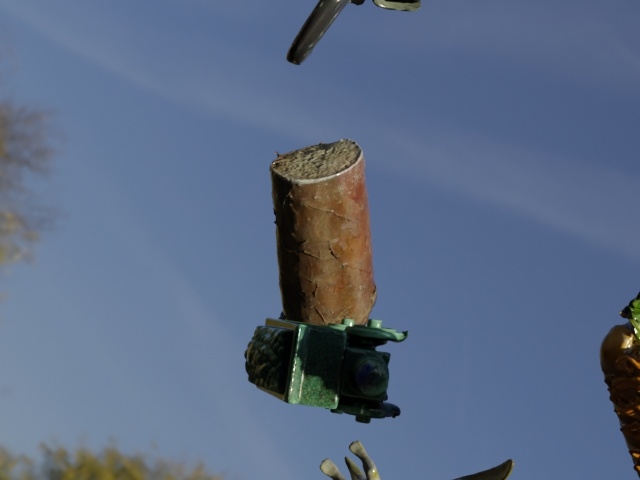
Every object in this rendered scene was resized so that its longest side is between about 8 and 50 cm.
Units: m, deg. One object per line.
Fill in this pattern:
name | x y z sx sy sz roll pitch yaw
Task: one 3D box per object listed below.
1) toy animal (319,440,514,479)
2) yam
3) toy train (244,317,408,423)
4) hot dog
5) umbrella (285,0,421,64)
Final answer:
toy animal | 0.044 0.206 1.418 0.155 0.219 0.095 54 -4 48
yam | 0.001 -0.001 1.290 0.079 0.079 0.141 26 -48 43
toy train | 0.000 0.085 1.173 0.099 0.070 0.172 8 -3 -10
hot dog | 0.208 0.107 0.997 0.072 0.055 0.188 -2 -43 24
umbrella | 0.032 -0.097 0.498 0.044 0.044 0.269 35 24 -3
